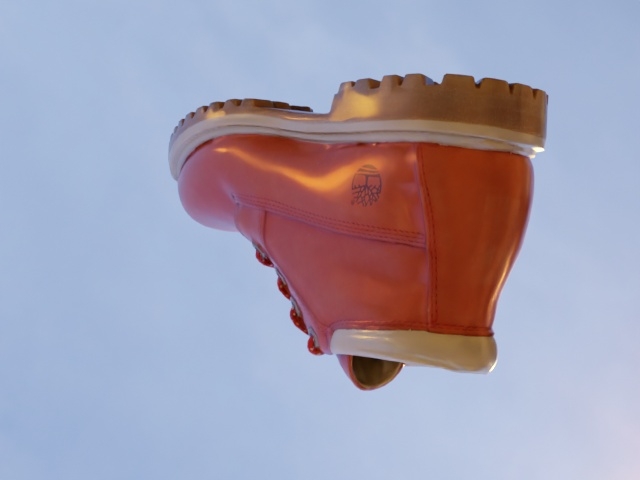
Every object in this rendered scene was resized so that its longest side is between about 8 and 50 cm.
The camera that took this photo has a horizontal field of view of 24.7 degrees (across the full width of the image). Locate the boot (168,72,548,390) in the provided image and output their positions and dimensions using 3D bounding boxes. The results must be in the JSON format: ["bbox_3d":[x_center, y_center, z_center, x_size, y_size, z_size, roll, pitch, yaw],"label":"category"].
[{"bbox_3d":[0.000,0.000,0.431,0.059,0.158,0.084,4,-92,-33],"label":"boot"}]
